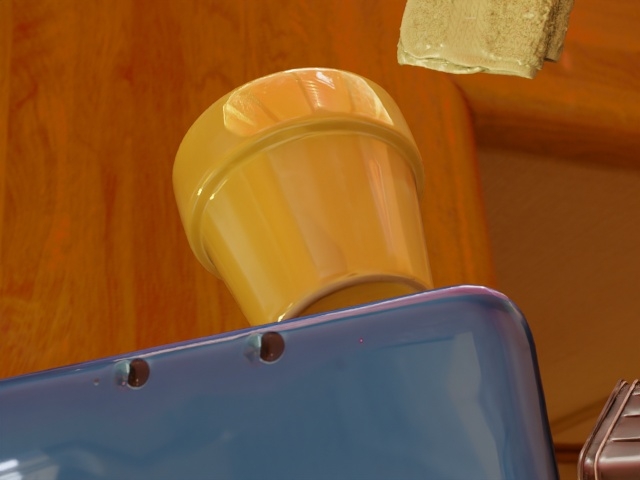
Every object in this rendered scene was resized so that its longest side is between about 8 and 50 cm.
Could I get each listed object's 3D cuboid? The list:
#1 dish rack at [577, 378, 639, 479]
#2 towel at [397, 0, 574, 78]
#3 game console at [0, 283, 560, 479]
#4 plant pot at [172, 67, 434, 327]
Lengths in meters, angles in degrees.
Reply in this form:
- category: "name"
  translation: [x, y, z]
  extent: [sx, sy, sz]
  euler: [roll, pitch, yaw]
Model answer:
- category: "dish rack"
  translation: [0.263, 0.244, 0.772]
  extent: [0.208, 0.074, 0.272]
  euler: [-23, 98, -63]
- category: "towel"
  translation: [0.103, -0.166, 0.638]
  extent: [0.027, 0.110, 0.148]
  euler: [21, 83, -50]
- category: "game console"
  translation: [-0.008, 0.180, 0.504]
  extent: [0.250, 0.293, 0.173]
  euler: [53, 33, -43]
- category: "plant pot"
  translation: [0.000, 0.000, 1.087]
  extent: [0.254, 0.254, 0.239]
  euler: [1, 47, -25]
